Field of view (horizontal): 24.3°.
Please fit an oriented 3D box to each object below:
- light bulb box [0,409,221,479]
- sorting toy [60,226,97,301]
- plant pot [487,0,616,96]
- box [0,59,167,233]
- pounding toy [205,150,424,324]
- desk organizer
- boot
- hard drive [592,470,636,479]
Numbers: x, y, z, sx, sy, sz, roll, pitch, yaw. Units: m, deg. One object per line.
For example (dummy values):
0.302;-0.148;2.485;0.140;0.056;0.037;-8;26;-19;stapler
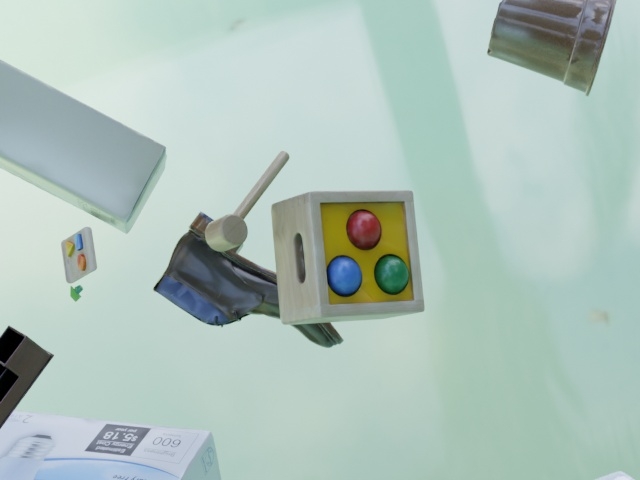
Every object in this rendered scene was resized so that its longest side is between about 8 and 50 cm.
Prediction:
-0.346;0.418;1.898;0.357;0.225;0.361;2;29;20;light bulb box
-0.295;0.031;1.813;0.012;0.083;0.062;3;-19;-43;sorting toy
0.341;-0.314;2.213;0.165;0.167;0.167;15;34;7;plant pot
-0.302;-0.114;1.566;0.094;0.275;0.113;-62;2;-9;box
-0.006;-0.009;1.508;0.206;0.181;0.094;-2;-7;-31;pounding toy
-0.383;0.171;1.773;0.047;0.050;0.130;22;72;45;desk organizer
-0.083;0.075;1.677;0.106;0.219;0.082;-50;-9;-5;boot
0.231;0.336;1.504;0.318;0.040;0.210;-16;21;-21;hard drive
